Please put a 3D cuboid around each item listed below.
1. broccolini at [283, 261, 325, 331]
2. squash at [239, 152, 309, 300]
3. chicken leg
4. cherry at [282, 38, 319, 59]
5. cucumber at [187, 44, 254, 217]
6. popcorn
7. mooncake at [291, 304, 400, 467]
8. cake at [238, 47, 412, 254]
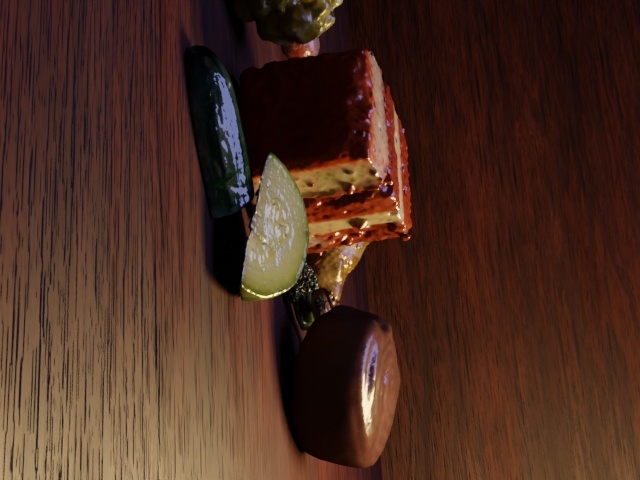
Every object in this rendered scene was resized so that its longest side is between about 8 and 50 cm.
[{"bbox_3d":[0.009,0.188,2.044,0.079,0.074,0.392,-48,137,-20],"label":"broccolini"},{"bbox_3d":[-0.106,0.011,1.531,0.204,0.155,0.236,41,53,-45],"label":"squash"},{"bbox_3d":[0.000,0.000,2.162,0.295,0.182,0.409,55,45,-56],"label":"chicken leg"},{"bbox_3d":[-0.046,-0.439,2.327,0.107,0.090,0.225,-106,-169,-51],"label":"cherry"},{"bbox_3d":[-0.148,-0.168,1.419,0.115,0.063,0.243,-80,160,-67],"label":"cucumber"},{"bbox_3d":[-0.060,-0.506,1.772,0.252,0.215,0.286,-59,155,-78],"label":"popcorn"},{"bbox_3d":[0.066,0.301,1.951,0.334,0.174,0.325,-23,118,-65],"label":"mooncake"},{"bbox_3d":[0.005,-0.152,1.734,0.319,0.270,0.270,59,26,-55],"label":"cake"}]
